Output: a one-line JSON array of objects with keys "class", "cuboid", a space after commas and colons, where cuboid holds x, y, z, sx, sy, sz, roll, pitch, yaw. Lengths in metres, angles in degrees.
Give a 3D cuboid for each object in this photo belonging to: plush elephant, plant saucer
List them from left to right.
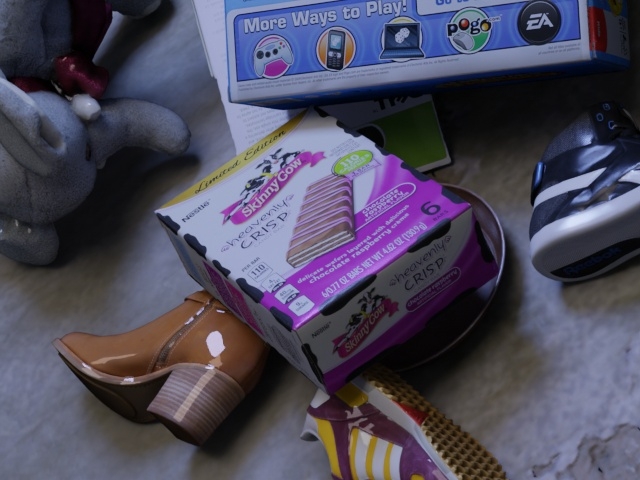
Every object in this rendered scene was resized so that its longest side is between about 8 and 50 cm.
[{"class": "plush elephant", "cuboid": [-0.232, -0.133, 1.685, 0.330, 0.272, 0.255, -23, 79, -18]}, {"class": "plant saucer", "cuboid": [0.068, 0.033, 1.491, 0.168, 0.029, 0.168, -18, 49, 22]}]

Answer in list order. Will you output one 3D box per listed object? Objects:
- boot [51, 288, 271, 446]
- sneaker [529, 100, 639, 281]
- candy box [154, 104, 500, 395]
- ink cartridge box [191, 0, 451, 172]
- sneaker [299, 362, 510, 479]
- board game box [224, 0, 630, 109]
[{"class": "boot", "cuboid": [-0.111, 0.073, 1.564, 0.197, 0.073, 0.152, 21, 66, 40]}, {"class": "sneaker", "cuboid": [0.243, -0.060, 1.403, 0.217, 0.079, 0.121, -19, 50, 24]}, {"class": "candy box", "cuboid": [0.000, 0.000, 1.460, 0.159, 0.071, 0.233, -35, 34, -14]}, {"class": "ink cartridge box", "cuboid": [0.009, -0.157, 1.643, 0.189, 0.097, 0.255, -18, 82, 23]}, {"class": "sneaker", "cuboid": [0.059, 0.160, 1.384, 0.185, 0.069, 0.084, 43, 110, 42]}, {"class": "board game box", "cuboid": [0.072, -0.265, 1.505, 0.308, 0.086, 0.302, -4, 87, 28]}]
